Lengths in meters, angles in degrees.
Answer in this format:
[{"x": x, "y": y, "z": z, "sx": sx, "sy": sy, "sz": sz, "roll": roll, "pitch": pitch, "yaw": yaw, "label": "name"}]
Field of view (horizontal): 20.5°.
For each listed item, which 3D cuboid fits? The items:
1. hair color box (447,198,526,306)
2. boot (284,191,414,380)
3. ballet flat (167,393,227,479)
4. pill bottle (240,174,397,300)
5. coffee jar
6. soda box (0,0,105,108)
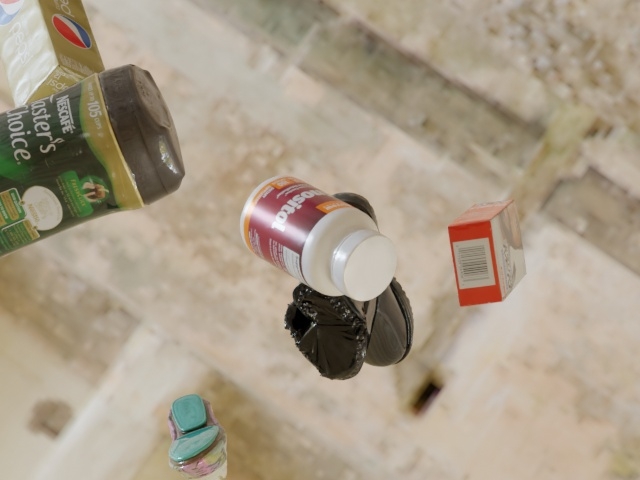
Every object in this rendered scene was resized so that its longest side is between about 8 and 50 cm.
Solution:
[{"x": 0.187, "y": 0.012, "z": 1.975, "sx": 0.053, "sy": 0.093, "sz": 0.167, "roll": -8, "pitch": -172, "yaw": 15, "label": "hair color box"}, {"x": 0.033, "y": 0.095, "z": 2.011, "sx": 0.094, "sy": 0.207, "sz": 0.246, "roll": -5, "pitch": 124, "yaw": 17, "label": "boot"}, {"x": -0.151, "y": 0.261, "z": 2.215, "sx": 0.221, "sy": 0.077, "sz": 0.079, "roll": -122, "pitch": 13, "yaw": -74, "label": "ballet flat"}, {"x": 0.000, "y": 0.000, "z": 1.656, "sx": 0.152, "sy": 0.086, "sz": 0.086, "roll": 28, "pitch": 170, "yaw": 46, "label": "pill bottle"}, {"x": -0.183, "y": -0.047, "z": 1.154, "sx": 0.096, "sy": 0.184, "sz": 0.079, "roll": -113, "pitch": 3, "yaw": -52, "label": "coffee jar"}, {"x": -0.236, "y": -0.174, "z": 1.515, "sx": 0.058, "sy": 0.061, "sz": 0.181, "roll": 24, "pitch": -150, "yaw": -39, "label": "soda box"}]
